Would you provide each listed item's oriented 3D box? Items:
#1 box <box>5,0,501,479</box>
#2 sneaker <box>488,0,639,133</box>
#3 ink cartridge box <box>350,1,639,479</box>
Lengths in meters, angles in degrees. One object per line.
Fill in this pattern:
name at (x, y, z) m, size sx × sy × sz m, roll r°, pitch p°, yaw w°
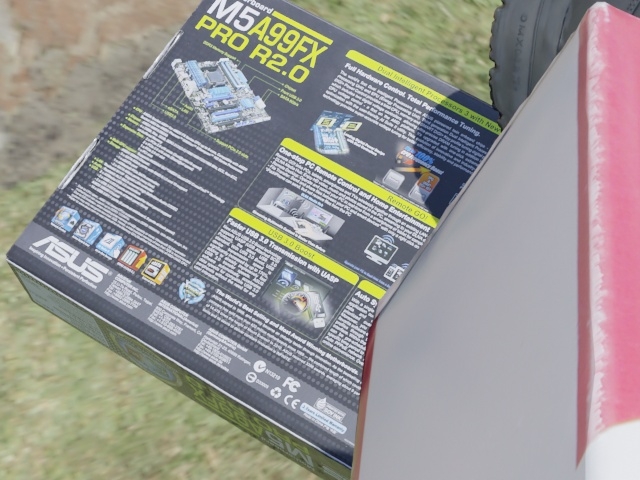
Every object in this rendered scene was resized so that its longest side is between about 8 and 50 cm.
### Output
box at (0.000, 0.000, 1.026) m, size 0.270 × 0.060 × 0.216 m, roll 29°, pitch 71°, yaw 19°
sneaker at (0.143, 0.005, 0.863) m, size 0.130 × 0.109 × 0.286 m, roll 20°, pitch 119°, yaw 50°
ink cartridge box at (0.204, 0.139, 0.491) m, size 0.384 × 0.279 × 0.160 m, roll 19°, pitch 136°, yaw -13°
